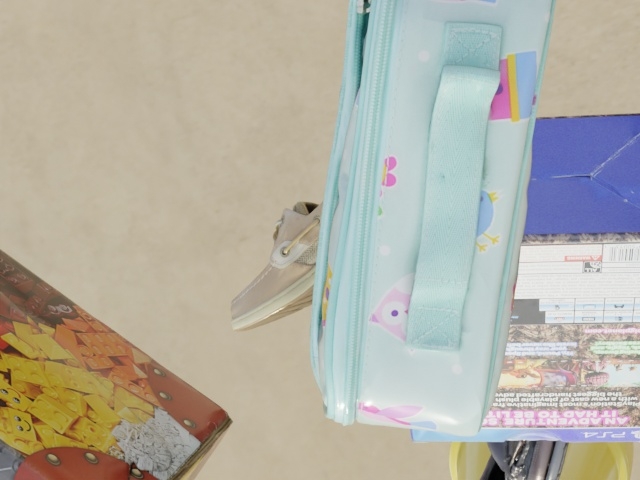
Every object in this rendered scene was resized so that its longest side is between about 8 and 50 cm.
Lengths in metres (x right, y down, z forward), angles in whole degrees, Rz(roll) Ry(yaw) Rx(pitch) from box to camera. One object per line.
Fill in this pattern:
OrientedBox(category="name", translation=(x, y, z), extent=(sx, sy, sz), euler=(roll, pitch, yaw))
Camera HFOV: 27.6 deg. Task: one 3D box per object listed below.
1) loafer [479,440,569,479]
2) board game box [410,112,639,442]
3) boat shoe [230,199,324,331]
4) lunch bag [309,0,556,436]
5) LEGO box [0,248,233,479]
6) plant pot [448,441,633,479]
OrientedBox(category="loafer", translation=(0.210, 0.239, 1.401), extent=(0.095, 0.109, 0.303), euler=(11, 131, 8))
OrientedBox(category="board game box", translation=(0.187, 0.043, 1.150), extent=(0.232, 0.141, 0.291), euler=(-1, 138, 7))
OrientedBox(category="boat shoe", translation=(0.000, 0.000, 1.678), extent=(0.341, 0.121, 0.110), euler=(-37, 79, 25))
OrientedBox(category="lunch bag", translation=(0.057, -0.047, 0.704), extent=(0.107, 0.224, 0.279), euler=(6, 106, 4))
OrientedBox(category="LEGO box", translation=(-0.350, 0.210, 0.781), extent=(0.372, 0.193, 0.500), euler=(35, 107, 5))
OrientedBox(category="plant pot", translation=(0.289, 0.335, 1.763), extent=(0.253, 0.239, 0.254), euler=(6, 115, 14))
